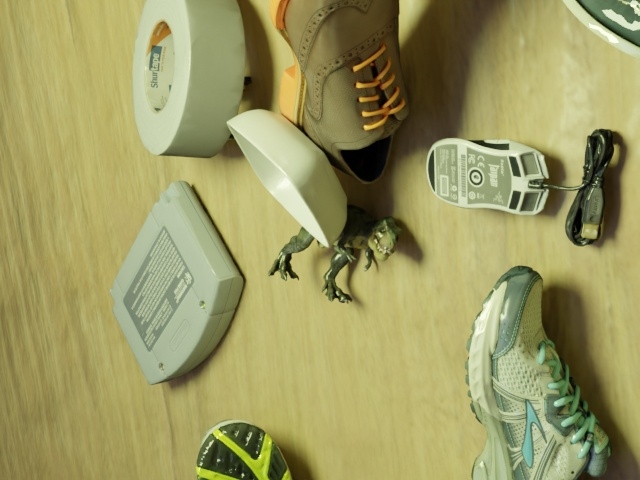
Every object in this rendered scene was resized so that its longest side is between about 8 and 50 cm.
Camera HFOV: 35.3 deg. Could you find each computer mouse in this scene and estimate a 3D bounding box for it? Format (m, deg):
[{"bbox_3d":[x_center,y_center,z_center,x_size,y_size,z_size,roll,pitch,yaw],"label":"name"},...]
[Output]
[{"bbox_3d":[0.183,-0.061,0.931,0.193,0.042,0.106,16,117,42],"label":"computer mouse"}]

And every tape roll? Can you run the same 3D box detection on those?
[{"bbox_3d":[-0.168,-0.213,1.250,0.219,0.072,0.219,0,90,62],"label":"tape roll"}]

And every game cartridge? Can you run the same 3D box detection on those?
[{"bbox_3d":[-0.211,0.077,1.445,0.294,0.060,0.196,-53,57,45],"label":"game cartridge"}]

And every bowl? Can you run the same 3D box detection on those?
[{"bbox_3d":[-0.027,-0.073,1.072,0.142,0.053,0.142,45,171,37],"label":"bowl"}]

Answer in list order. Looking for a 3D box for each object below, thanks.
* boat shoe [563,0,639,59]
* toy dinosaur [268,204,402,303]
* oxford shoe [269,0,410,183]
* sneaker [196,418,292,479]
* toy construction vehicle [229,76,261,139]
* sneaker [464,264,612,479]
[{"bbox_3d":[0.289,-0.150,0.728,0.254,0.095,0.079,43,132,34],"label":"boat shoe"},{"bbox_3d":[0.000,0.000,1.157,0.268,0.064,0.118,26,105,45],"label":"toy dinosaur"},{"bbox_3d":[0.040,-0.173,0.942,0.132,0.130,0.363,53,169,17],"label":"oxford shoe"},{"bbox_3d":[-0.059,0.410,1.317,0.147,0.145,0.384,-174,70,-82],"label":"sneaker"},{"bbox_3d":[-0.104,-0.162,1.263,0.098,0.035,0.086,-26,81,43],"label":"toy construction vehicle"},{"bbox_3d":[0.211,0.160,0.931,0.122,0.110,0.283,4,107,32],"label":"sneaker"}]
